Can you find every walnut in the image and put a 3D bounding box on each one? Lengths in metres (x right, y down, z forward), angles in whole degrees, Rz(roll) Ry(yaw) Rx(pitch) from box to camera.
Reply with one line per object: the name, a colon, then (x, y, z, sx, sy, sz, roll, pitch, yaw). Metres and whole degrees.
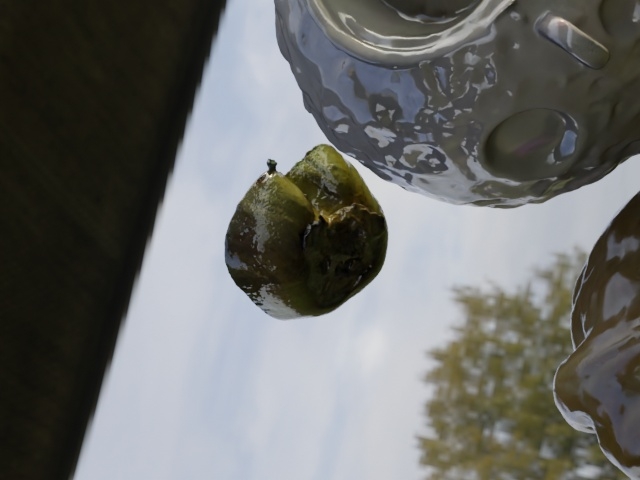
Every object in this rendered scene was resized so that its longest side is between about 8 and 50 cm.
walnut: (0.321, 0.087, 1.229, 0.296, 0.285, 0.285, 69, -168, 17)

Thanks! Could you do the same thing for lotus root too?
lotus root: (0.002, 0.003, 1.663, 0.183, 0.078, 0.203, -54, -49, -11)

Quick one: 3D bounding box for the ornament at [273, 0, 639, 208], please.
ornament: (0.135, -0.187, 1.221, 0.337, 0.337, 0.337, 10, -90, -71)
